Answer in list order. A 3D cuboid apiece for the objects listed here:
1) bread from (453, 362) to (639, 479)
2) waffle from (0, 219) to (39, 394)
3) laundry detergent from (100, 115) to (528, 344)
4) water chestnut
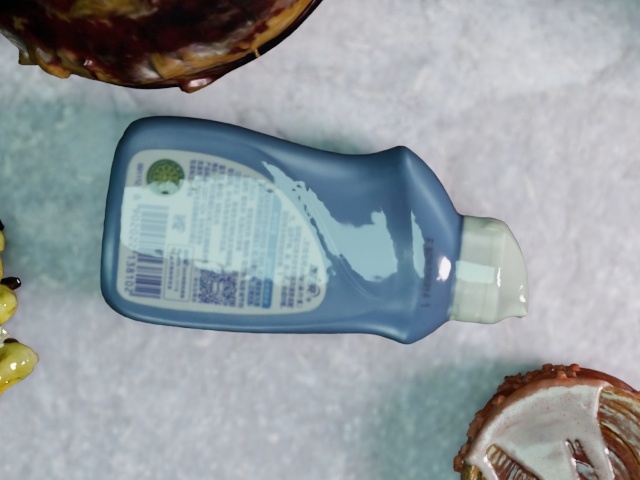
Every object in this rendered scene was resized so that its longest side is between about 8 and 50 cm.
[{"bbox_3d":[0.171,0.161,1.327,0.161,0.073,0.160,1,98,8],"label":"bread"},{"bbox_3d":[-0.366,0.050,1.347,0.329,0.062,0.329,-1,104,-2],"label":"waffle"},{"bbox_3d":[0.000,0.000,1.322,0.290,0.094,0.143,8,90,1],"label":"laundry detergent"},{"bbox_3d":[-0.111,-0.235,1.215,0.300,0.300,0.300,0,95,5],"label":"water chestnut"}]
